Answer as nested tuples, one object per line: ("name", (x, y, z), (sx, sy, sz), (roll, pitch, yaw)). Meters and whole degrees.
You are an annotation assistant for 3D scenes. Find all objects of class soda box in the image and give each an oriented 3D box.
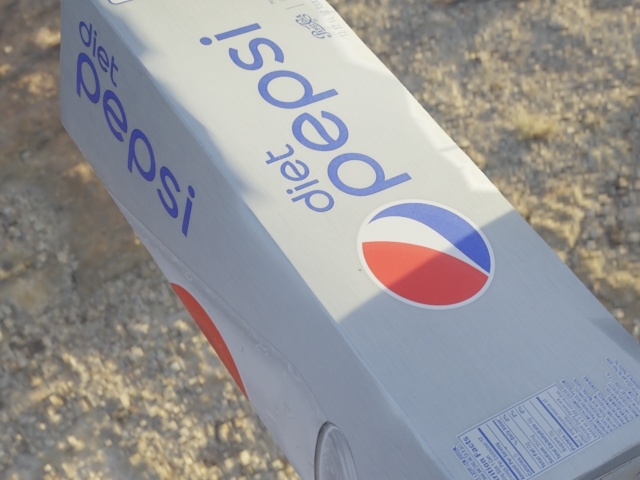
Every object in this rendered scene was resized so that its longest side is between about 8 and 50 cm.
("soda box", (0.000, 0.000, 0.453), (0.091, 0.098, 0.286), (-22, 59, -28))
